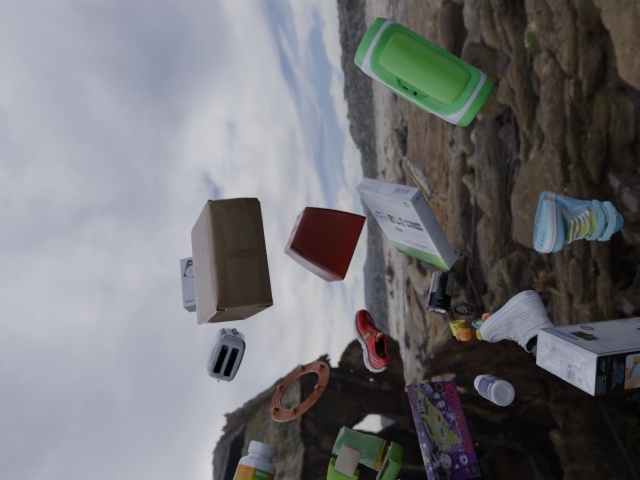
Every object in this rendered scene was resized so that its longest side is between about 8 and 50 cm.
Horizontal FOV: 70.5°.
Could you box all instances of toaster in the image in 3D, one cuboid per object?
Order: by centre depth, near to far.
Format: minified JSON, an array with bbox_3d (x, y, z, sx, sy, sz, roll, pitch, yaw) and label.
[{"bbox_3d":[-0.373,0.457,1.776,0.146,0.129,0.226,166,125,-77],"label":"toaster"}]

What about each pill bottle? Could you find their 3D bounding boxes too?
[{"bbox_3d":[-0.235,0.840,1.577,0.136,0.137,0.245,74,-152,-54],"label":"pill bottle"},{"bbox_3d":[0.673,0.579,1.774,0.169,0.094,0.094,149,119,-81],"label":"pill bottle"}]

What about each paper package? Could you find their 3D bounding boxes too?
[{"bbox_3d":[-0.282,0.073,1.387,0.309,0.168,0.324,-36,60,60],"label":"paper package"}]

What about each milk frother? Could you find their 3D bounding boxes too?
[{"bbox_3d":[0.452,0.186,1.563,0.129,0.143,0.134,107,179,-69],"label":"milk frother"}]

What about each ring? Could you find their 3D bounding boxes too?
[{"bbox_3d":[-0.101,0.672,2.056,0.032,0.337,0.336,53,-159,-15],"label":"ring"}]

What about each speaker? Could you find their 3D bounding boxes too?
[{"bbox_3d":[0.230,-0.377,1.021,0.131,0.297,0.131,-59,-2,-4],"label":"speaker"}]

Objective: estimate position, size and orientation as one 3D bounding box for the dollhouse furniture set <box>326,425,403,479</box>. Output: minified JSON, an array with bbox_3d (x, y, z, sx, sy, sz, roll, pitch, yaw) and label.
[{"bbox_3d":[0.153,0.663,1.471,0.301,0.198,0.151,-21,-49,-77],"label":"dollhouse furniture set"}]

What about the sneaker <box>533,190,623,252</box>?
[{"bbox_3d":[0.673,-0.042,1.174,0.319,0.209,0.126,-43,-39,-55],"label":"sneaker"}]

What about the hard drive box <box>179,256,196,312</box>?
[{"bbox_3d":[-0.518,0.184,2.021,0.089,0.181,0.231,78,178,-65],"label":"hard drive box"}]

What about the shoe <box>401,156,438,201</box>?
[{"bbox_3d":[0.423,-0.272,1.937,0.218,0.058,0.076,56,-166,-3],"label":"shoe"}]

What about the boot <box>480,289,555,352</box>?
[{"bbox_3d":[0.525,0.248,1.223,0.258,0.095,0.123,101,158,-53],"label":"boot"}]

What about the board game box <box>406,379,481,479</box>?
[{"bbox_3d":[0.459,0.708,1.700,0.056,0.209,0.346,-49,43,49],"label":"board game box"}]

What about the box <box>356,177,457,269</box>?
[{"bbox_3d":[0.270,-0.052,1.412,0.058,0.232,0.322,-48,-53,-15],"label":"box"}]

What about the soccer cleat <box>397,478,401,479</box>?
[{"bbox_3d":[0.306,0.892,1.439,0.143,0.116,0.331,52,173,-6],"label":"soccer cleat"}]

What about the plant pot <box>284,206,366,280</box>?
[{"bbox_3d":[0.000,0.000,1.832,0.267,0.236,0.266,150,142,-76],"label":"plant pot"}]

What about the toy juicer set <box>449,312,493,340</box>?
[{"bbox_3d":[0.723,0.358,1.928,0.209,0.330,0.089,-5,-95,-76],"label":"toy juicer set"}]

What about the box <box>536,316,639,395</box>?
[{"bbox_3d":[0.648,0.242,0.983,0.169,0.291,0.087,-150,58,-75],"label":"box"}]

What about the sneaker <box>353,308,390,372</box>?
[{"bbox_3d":[0.227,0.401,1.880,0.118,0.108,0.278,-51,45,40],"label":"sneaker"}]
